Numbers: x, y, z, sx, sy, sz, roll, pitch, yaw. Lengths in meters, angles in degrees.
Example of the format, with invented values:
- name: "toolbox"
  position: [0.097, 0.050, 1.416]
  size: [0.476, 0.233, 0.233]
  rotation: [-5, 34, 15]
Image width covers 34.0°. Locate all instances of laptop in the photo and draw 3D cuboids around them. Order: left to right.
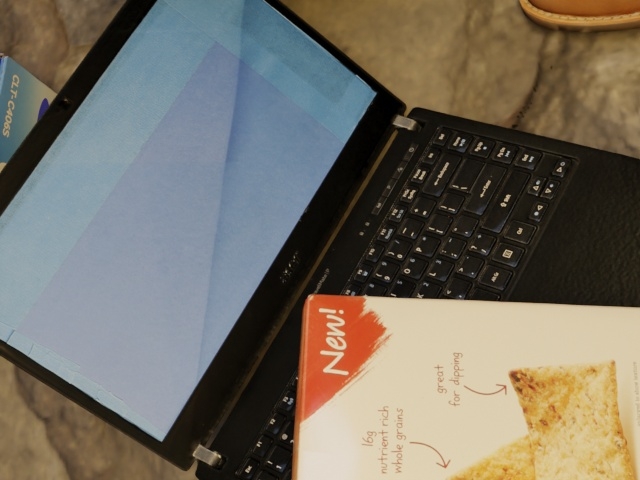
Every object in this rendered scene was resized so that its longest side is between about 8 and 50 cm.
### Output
- name: "laptop"
  position: [0.000, 0.000, 0.480]
  size: [0.264, 0.136, 0.234]
  rotation: [19, 69, 35]

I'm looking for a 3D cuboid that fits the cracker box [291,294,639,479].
- name: "cracker box"
  position: [0.104, 0.106, 0.396]
  size: [0.232, 0.067, 0.156]
  rotation: [2, 69, 2]

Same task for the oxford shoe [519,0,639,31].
- name: "oxford shoe"
  position: [0.184, -0.160, 0.495]
  size: [0.212, 0.076, 0.076]
  rotation: [-13, 56, 34]

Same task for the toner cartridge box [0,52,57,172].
- name: "toner cartridge box"
  position: [-0.344, -0.022, 0.684]
  size: [0.347, 0.075, 0.165]
  rotation: [0, 73, 19]
